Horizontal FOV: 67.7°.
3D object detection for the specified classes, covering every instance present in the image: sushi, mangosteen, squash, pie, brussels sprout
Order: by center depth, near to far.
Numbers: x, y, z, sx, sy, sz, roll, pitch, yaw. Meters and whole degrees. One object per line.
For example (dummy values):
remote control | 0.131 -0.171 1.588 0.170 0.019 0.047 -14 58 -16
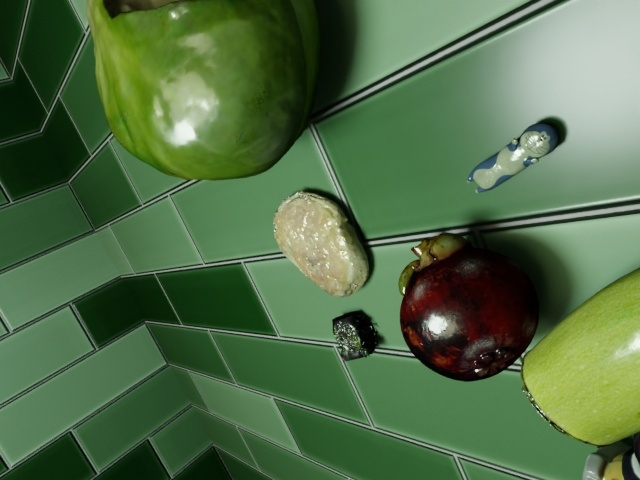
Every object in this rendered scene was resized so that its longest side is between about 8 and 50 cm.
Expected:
squash | 0.323 0.099 0.472 0.132 0.133 0.247 44 139 19
mangosteen | 0.178 0.077 0.614 0.200 0.200 0.199 30 137 34
brussels sprout | -0.170 -0.241 0.679 0.371 0.276 0.314 36 136 29
pie | -0.003 0.001 0.855 0.218 0.052 0.184 39 142 28
sushi | 0.068 0.179 0.907 0.085 0.056 0.083 -27 87 56

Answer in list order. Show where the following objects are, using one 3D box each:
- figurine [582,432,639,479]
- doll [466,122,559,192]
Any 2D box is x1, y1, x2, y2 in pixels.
figurine | 0.400 0.276 0.514 0.176 0.133 0.236 41 138 26
doll | 0.215 -0.090 0.544 0.037 0.027 0.125 48 144 1
